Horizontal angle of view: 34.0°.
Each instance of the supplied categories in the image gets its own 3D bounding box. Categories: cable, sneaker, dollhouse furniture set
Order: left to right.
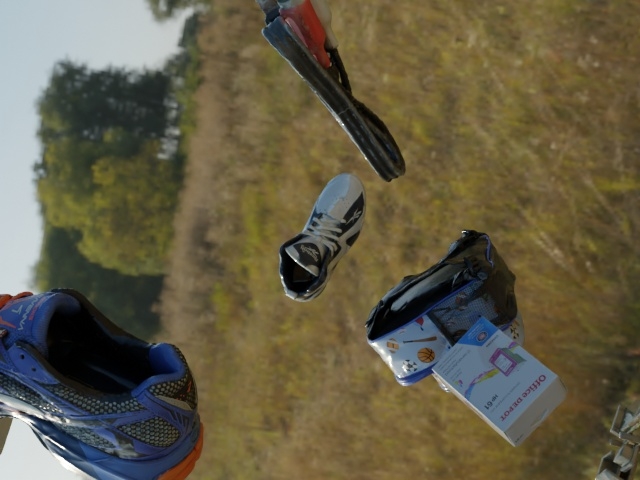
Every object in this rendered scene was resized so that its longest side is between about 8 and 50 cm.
[{"bbox_3d":[-0.160,0.054,0.553,0.083,0.221,0.087,-73,2,-48],"label":"sneaker"},{"bbox_3d":[0.000,0.000,1.728,0.235,0.094,0.153,-58,-4,10],"label":"sneaker"},{"bbox_3d":[0.024,-0.170,1.101,0.072,0.287,0.139,-33,25,15],"label":"cable"},{"bbox_3d":[0.529,0.302,1.607,0.161,0.101,0.182,-57,-2,-38],"label":"dollhouse furniture set"}]

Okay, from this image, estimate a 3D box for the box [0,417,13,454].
[{"bbox_3d":[-0.538,0.119,1.195,0.215,0.345,0.168,-2,-68,-66],"label":"box"}]

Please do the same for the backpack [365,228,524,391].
[{"bbox_3d":[0.213,0.132,1.799,0.213,0.263,0.276,61,-165,-5],"label":"backpack"}]

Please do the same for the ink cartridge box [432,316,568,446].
[{"bbox_3d":[0.202,0.158,1.179,0.088,0.122,0.052,-45,-39,-6],"label":"ink cartridge box"}]
